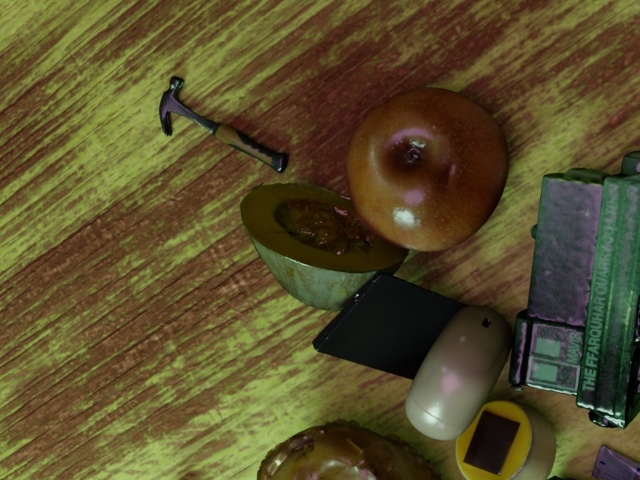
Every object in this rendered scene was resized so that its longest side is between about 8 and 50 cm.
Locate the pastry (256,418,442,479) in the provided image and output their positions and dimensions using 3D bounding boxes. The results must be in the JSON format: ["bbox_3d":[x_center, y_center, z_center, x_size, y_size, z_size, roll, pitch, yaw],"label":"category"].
[{"bbox_3d":[0.049,0.374,1.711,0.255,0.162,0.311,-5,97,24],"label":"pastry"}]

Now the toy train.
[{"bbox_3d":[0.323,0.054,1.576,0.178,0.138,0.330,9,100,24],"label":"toy train"}]

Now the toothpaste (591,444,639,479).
[{"bbox_3d":[0.415,0.299,1.629,0.170,0.028,0.045,20,111,20],"label":"toothpaste"}]

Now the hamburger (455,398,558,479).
[{"bbox_3d":[0.226,0.259,1.656,0.141,0.081,0.126,-6,64,37],"label":"hamburger"}]

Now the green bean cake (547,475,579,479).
[{"bbox_3d":[0.340,0.419,1.625,0.227,0.125,0.222,22,103,15],"label":"green bean cake"}]

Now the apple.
[{"bbox_3d":[0.126,-0.086,1.607,0.201,0.162,0.201,-1,86,17],"label":"apple"}]

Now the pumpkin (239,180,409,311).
[{"bbox_3d":[-0.001,0.018,1.667,0.217,0.217,0.110,22,124,17],"label":"pumpkin"}]

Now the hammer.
[{"bbox_3d":[-0.131,-0.141,1.784,0.201,0.021,0.078,30,107,16],"label":"hammer"}]

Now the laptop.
[{"bbox_3d":[0.096,0.107,1.653,0.135,0.197,0.016,-49,47,19],"label":"laptop"}]

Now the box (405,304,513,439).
[{"bbox_3d":[0.168,0.157,1.611,0.088,0.200,0.146,30,115,9],"label":"box"}]
